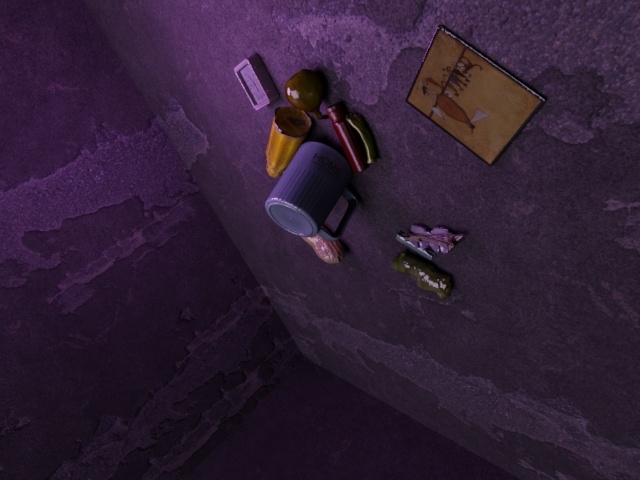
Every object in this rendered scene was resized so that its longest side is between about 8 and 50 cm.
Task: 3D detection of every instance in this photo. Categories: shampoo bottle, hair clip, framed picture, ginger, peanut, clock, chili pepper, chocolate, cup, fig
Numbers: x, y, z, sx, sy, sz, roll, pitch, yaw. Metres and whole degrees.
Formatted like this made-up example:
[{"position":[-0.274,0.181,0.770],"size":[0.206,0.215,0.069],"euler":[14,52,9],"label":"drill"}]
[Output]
[{"position":[0.102,-0.385,1.516],"size":[0.261,0.064,0.102],"euler":[62,-177,-22],"label":"shampoo bottle"},{"position":[0.419,-0.003,1.525],"size":[0.292,0.084,0.107],"euler":[10,129,59],"label":"hair clip"},{"position":[0.406,-0.389,1.120],"size":[0.338,0.014,0.255],"euler":[43,152,13],"label":"framed picture"},{"position":[0.422,0.145,1.697],"size":[0.289,0.089,0.137],"euler":[34,157,26],"label":"ginger"},{"position":[0.000,0.000,2.104],"size":[0.313,0.149,0.149],"euler":[44,153,13],"label":"peanut"},{"position":[-0.274,-0.676,1.734],"size":[0.150,0.063,0.197],"euler":[4,128,56],"label":"clock"},{"position":[0.160,-0.373,1.471],"size":[0.050,0.052,0.202],"euler":[5,129,54],"label":"chili pepper"},{"position":[-0.178,-0.416,1.815],"size":[0.162,0.162,0.445],"euler":[49,155,2],"label":"chocolate"},{"position":[-0.036,-0.180,1.679],"size":[0.256,0.311,0.331],"euler":[8,147,40],"label":"cup"},{"position":[-0.054,-0.529,1.497],"size":[0.148,0.142,0.187],"euler":[-129,19,-77],"label":"fig"}]

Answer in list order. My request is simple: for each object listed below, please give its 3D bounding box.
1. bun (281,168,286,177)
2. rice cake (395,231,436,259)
[{"position":[-0.095,-0.260,1.905],"size":[0.221,0.108,0.221],"euler":[54,-177,-4],"label":"bun"},{"position":[0.387,0.018,1.648],"size":[0.180,0.030,0.042],"euler":[34,142,26],"label":"rice cake"}]
